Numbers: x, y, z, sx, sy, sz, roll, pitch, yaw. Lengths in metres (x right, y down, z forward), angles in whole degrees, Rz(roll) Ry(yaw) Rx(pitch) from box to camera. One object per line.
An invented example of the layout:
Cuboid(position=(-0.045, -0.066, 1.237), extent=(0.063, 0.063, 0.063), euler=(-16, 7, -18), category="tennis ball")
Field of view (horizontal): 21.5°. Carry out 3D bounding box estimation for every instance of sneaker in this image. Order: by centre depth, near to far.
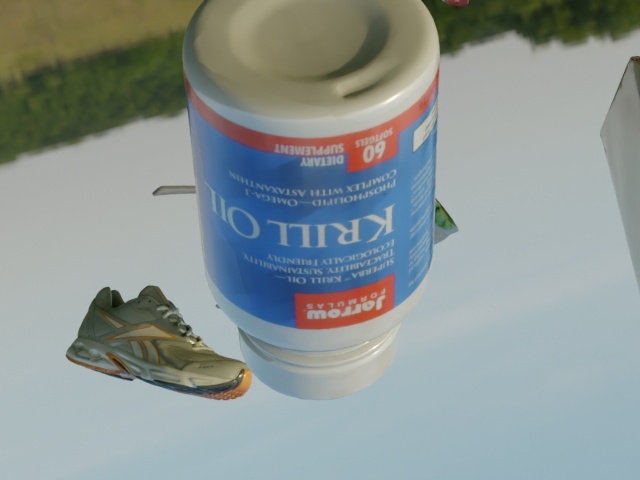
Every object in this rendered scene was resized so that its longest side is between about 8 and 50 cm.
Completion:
Cuboid(position=(-0.192, 0.117, 2.053), extent=(0.262, 0.121, 0.099), euler=(11, 170, 29), category="sneaker")

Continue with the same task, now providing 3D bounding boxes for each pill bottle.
Cuboid(position=(-0.002, -0.021, 0.867), extent=(0.124, 0.221, 0.124), euler=(-2, -134, 2), category="pill bottle")

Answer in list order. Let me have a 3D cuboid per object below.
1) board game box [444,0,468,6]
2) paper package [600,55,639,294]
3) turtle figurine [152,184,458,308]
Cuboid(position=(0.133, -0.356, 1.881), extent=(0.027, 0.145, 0.281), euler=(6, -163, -12), category="board game box")
Cuboid(position=(0.443, -0.031, 1.901), extent=(0.168, 0.325, 0.309), euler=(-12, 167, -1), category="paper package")
Cuboid(position=(0.000, 0.000, 1.912), extent=(0.266, 0.275, 0.198), euler=(-37, -155, 6), category="turtle figurine")
